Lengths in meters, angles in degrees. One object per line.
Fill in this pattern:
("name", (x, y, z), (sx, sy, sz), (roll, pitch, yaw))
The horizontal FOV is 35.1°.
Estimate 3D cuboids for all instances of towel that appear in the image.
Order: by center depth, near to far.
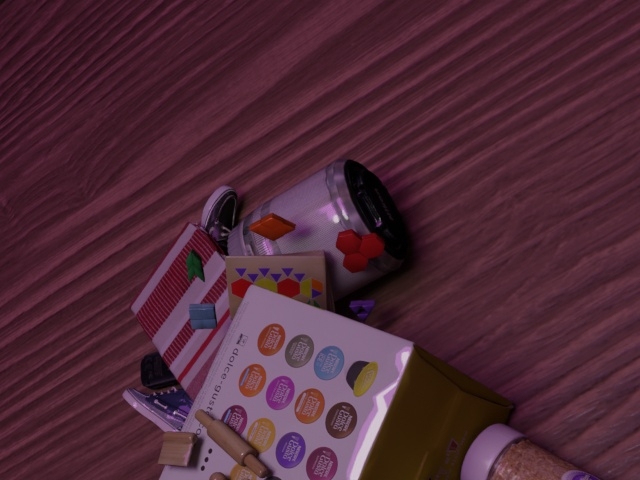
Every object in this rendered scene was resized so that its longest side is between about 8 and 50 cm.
("towel", (-0.234, 0.140, 1.957), (0.237, 0.037, 0.329), (-53, 49, 11))

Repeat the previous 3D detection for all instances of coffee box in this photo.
("coffee box", (0.034, 0.309, 1.548), (0.334, 0.338, 0.338), (17, 79, 40))

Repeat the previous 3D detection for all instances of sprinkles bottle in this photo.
("sprinkles bottle", (0.368, 0.384, 1.418), (0.355, 0.121, 0.121), (24, 82, 40))

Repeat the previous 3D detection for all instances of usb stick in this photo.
("usb stick", (-0.237, 0.232, 1.977), (0.278, 0.045, 0.077), (-17, 65, 28))

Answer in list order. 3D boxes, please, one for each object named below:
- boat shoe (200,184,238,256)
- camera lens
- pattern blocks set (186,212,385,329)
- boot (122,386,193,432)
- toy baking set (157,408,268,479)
("boat shoe", (-0.207, -0.003, 2.061), (0.070, 0.077, 0.219), (15, 84, 40))
("camera lens", (0.000, 0.000, 1.811), (0.274, 0.219, 0.219), (-29, 53, 20))
("pattern blocks set", (-0.067, 0.078, 1.716), (0.324, 0.286, 0.026), (6, 34, -3))
("boot", (-0.300, 0.318, 1.971), (0.190, 0.069, 0.086), (29, 78, 33))
("toy baking set", (-0.153, 0.362, 1.419), (0.256, 0.030, 0.197), (26, 90, 41))
